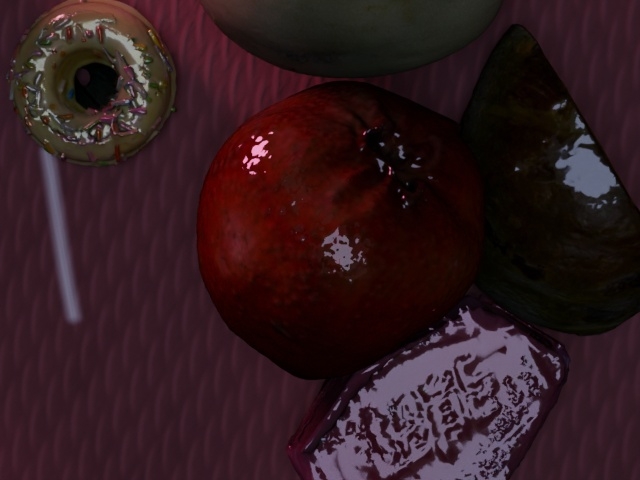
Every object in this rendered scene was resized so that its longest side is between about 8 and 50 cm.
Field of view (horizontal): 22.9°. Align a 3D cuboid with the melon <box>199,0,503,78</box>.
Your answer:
[{"bbox_3d":[0.020,-0.271,1.438,0.308,0.272,0.272,-3,96,18],"label":"melon"}]

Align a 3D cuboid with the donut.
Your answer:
[{"bbox_3d":[-0.228,-0.156,1.557,0.174,0.068,0.175,0,95,3],"label":"donut"}]

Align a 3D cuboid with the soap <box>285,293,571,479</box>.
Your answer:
[{"bbox_3d":[0.110,0.167,1.542,0.289,0.112,0.182,-27,98,1],"label":"soap"}]

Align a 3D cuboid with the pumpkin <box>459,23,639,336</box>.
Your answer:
[{"bbox_3d":[0.198,-0.039,1.506,0.169,0.148,0.312,-29,89,2],"label":"pumpkin"}]

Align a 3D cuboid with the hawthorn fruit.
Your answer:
[{"bbox_3d":[0.000,0.000,1.474,0.265,0.265,0.307,47,140,-2],"label":"hawthorn fruit"}]
